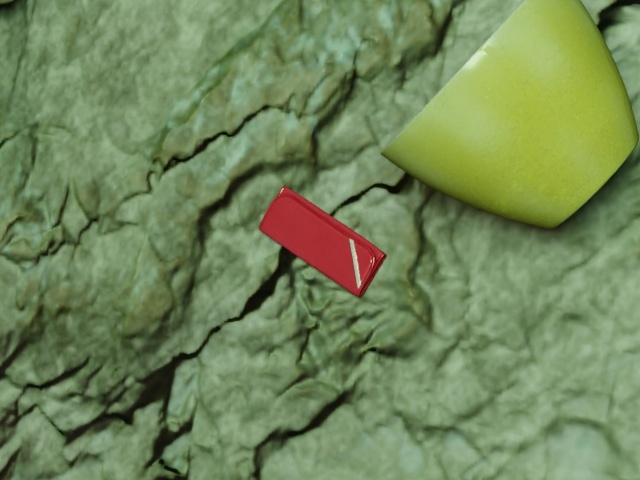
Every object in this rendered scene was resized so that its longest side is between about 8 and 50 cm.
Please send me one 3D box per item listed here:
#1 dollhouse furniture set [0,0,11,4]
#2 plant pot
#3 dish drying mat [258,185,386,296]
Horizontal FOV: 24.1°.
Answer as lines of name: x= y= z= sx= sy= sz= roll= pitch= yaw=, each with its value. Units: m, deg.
dollhouse furniture set: x=-0.368 y=-0.305 z=0.955 sx=0.256 sy=0.362 sz=0.394 roll=-1 pitch=54 yaw=26
plant pot: x=0.112 y=-0.063 z=0.798 sx=0.095 sy=0.134 sz=0.134 roll=43 pitch=103 yaw=-1
dish drying mat: x=0.000 y=0.000 z=0.901 sx=0.083 sy=0.008 sz=0.032 roll=34 pitch=99 yaw=27
